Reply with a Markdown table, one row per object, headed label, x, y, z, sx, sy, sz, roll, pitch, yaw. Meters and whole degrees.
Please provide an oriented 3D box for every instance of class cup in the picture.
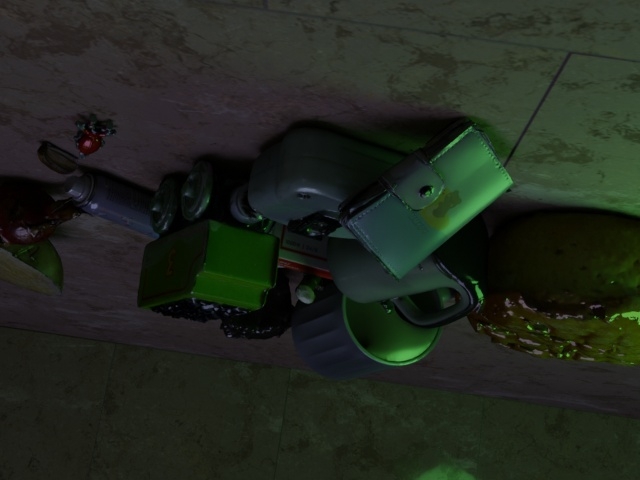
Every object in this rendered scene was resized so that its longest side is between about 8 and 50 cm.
| label | x | y | z | sx | sy | sz | roll | pitch | yaw |
| --- | --- | --- | --- | --- | --- | --- | --- | --- | --- |
| cup | 0.125 | 0.161 | 2.040 | 0.323 | 0.237 | 0.327 | -18 | 174 | -24 |

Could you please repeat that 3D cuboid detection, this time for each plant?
| label | x | y | z | sx | sy | sz | roll | pitch | yaw |
| --- | --- | --- | --- | --- | --- | --- | --- | --- | --- |
| plant | -0.152 | 0.141 | 2.153 | 0.204 | 0.178 | 0.234 | -2 | 175 | -4 |

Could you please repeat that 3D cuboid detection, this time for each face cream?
| label | x | y | z | sx | sy | sz | roll | pitch | yaw |
| --- | --- | --- | --- | --- | --- | --- | --- | --- | --- |
| face cream | -0.369 | -0.067 | 1.728 | 0.075 | 0.075 | 0.229 | -7 | 157 | 43 |

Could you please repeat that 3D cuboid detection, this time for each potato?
| label | x | y | z | sx | sy | sz | roll | pitch | yaw |
| --- | --- | --- | --- | --- | --- | --- | --- | --- | --- |
| potato | -0.702 | 0.014 | 2.105 | 0.299 | 0.116 | 0.239 | 16 | 159 | 12 |

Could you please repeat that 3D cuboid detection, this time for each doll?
| label | x | y | z | sx | sy | sz | roll | pitch | yaw |
| --- | --- | --- | --- | --- | --- | --- | --- | --- | --- |
| doll | -0.364 | -0.162 | 1.469 | 0.057 | 0.039 | 0.114 | -19 | 168 | -37 |

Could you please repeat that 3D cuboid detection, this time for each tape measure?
| label | x | y | z | sx | sy | sz | roll | pitch | yaw |
| --- | --- | --- | --- | --- | --- | --- | --- | --- | --- |
| tape measure | 0.027 | -0.071 | 1.425 | 0.243 | 0.125 | 0.246 | 17 | 161 | -25 |

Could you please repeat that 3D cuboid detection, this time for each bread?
| label | x | y | z | sx | sy | sz | roll | pitch | yaw |
| --- | --- | --- | --- | --- | --- | --- | --- | --- | --- |
| bread | 0.450 | 0.093 | 1.617 | 0.398 | 0.215 | 0.398 | 9 | 163 | 3 |

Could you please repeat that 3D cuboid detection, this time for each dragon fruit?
| label | x | y | z | sx | sy | sz | roll | pitch | yaw |
| --- | --- | --- | --- | --- | --- | --- | --- | --- | --- |
| dragon fruit | -0.545 | -0.053 | 1.791 | 0.246 | 0.125 | 0.125 | -6 | 156 | 23 |

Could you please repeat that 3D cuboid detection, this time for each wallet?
| label | x | y | z | sx | sy | sz | roll | pitch | yaw |
| --- | --- | --- | --- | --- | --- | --- | --- | --- | --- |
| wallet | 0.148 | -0.061 | 1.306 | 0.231 | 0.069 | 0.170 | -39 | 130 | 7 |

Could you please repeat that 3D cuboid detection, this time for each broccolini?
| label | x | y | z | sx | sy | sz | roll | pitch | yaw |
| --- | --- | --- | --- | --- | --- | --- | --- | --- | --- |
| broccolini | -0.018 | 0.085 | 1.824 | 0.079 | 0.074 | 0.392 | -24 | -174 | 9 |

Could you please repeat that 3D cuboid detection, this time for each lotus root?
| label | x | y | z | sx | sy | sz | roll | pitch | yaw |
| --- | --- | --- | --- | --- | --- | --- | --- | --- | --- |
| lotus root | -0.455 | -0.137 | 1.598 | 0.030 | 0.037 | 0.083 | 3 | 164 | 31 |

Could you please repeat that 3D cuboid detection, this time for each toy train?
| label | x | y | z | sx | sy | sz | roll | pitch | yaw |
| --- | --- | --- | --- | --- | --- | --- | --- | --- | --- |
| toy train | -0.192 | 0.009 | 1.592 | 0.173 | 0.249 | 0.307 | 16 | 162 | -31 |

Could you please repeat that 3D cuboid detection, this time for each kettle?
| label | x | y | z | sx | sy | sz | roll | pitch | yaw |
| --- | --- | --- | --- | --- | --- | --- | --- | --- | --- |
| kettle | 0.164 | 0.036 | 1.584 | 0.255 | 0.240 | 0.165 | -15 | -170 | 47 |

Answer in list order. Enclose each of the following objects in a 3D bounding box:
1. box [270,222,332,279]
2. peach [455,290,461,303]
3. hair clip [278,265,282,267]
| label | x | y | z | sx | sy | sz | roll | pitch | yaw |
| --- | --- | --- | --- | --- | --- | --- | --- | --- | --- |
| box | 0.000 | 0.000 | 1.685 | 0.229 | 0.123 | 0.050 | 17 | 164 | -24 |
| peach | 0.339 | 0.115 | 1.960 | 0.101 | 0.101 | 0.101 | 8 | 164 | 2 |
| hair clip | -0.125 | 0.012 | 1.850 | 0.101 | 0.085 | 0.331 | 23 | 160 | -34 |
